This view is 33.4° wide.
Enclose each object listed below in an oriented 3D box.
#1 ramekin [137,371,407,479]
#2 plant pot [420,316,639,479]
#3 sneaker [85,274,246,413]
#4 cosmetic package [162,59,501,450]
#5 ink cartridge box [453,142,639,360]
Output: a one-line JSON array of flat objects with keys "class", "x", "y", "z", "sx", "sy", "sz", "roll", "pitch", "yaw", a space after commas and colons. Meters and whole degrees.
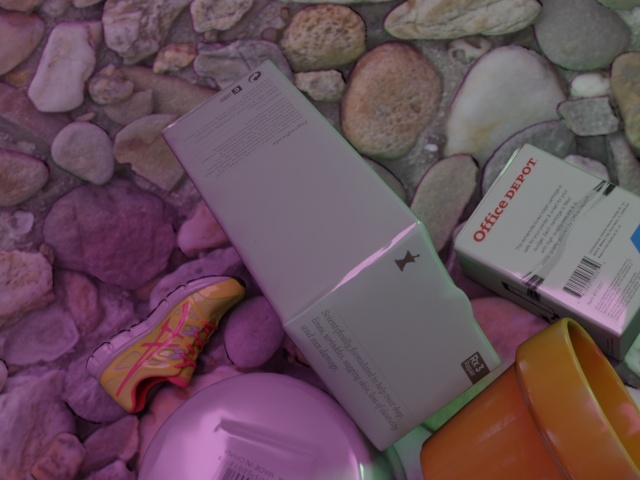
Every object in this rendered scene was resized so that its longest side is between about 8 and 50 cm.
[{"class": "ramekin", "x": -0.054, "y": 0.269, "z": 1.088, "sx": 0.277, "sy": 0.135, "sz": 0.277, "roll": -6, "pitch": 64, "yaw": 13}, {"class": "plant pot", "x": 0.207, "y": 0.207, "z": 1.021, "sx": 0.188, "sy": 0.205, "sz": 0.205, "roll": -32, "pitch": 60, "yaw": 18}, {"class": "sneaker", "x": -0.162, "y": 0.121, "z": 1.226, "sx": 0.208, "sy": 0.081, "sz": 0.094, "roll": -38, "pitch": 69, "yaw": 4}, {"class": "cosmetic package", "x": 0.000, "y": 0.000, "z": 1.084, "sx": 0.156, "sy": 0.217, "sz": 0.385, "roll": -35, "pitch": 37, "yaw": 0}, {"class": "ink cartridge box", "x": 0.268, "y": 0.010, "z": 1.142, "sx": 0.203, "sy": 0.086, "sz": 0.148, "roll": 31, "pitch": 77, "yaw": 26}]
